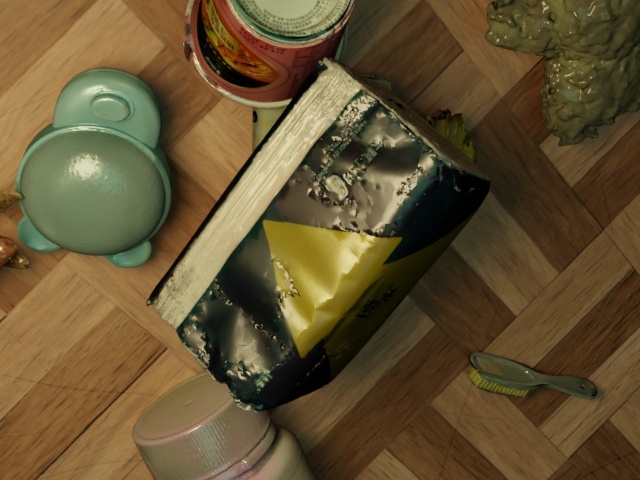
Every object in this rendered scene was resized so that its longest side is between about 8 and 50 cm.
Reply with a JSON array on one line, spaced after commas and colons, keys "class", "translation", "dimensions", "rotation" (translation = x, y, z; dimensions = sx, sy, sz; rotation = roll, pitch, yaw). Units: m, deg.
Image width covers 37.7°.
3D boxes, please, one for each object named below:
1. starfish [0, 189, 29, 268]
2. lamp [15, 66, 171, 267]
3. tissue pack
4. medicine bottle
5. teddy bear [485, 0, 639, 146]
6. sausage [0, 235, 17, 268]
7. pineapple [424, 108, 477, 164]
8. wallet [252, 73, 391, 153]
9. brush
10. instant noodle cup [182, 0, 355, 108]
[{"class": "starfish", "translation": [-0.519, 0.000, 1.287], "dimensions": [0.277, 0.062, 0.236], "rotation": [-20, 120, 2]}, {"class": "lamp", "translation": [-0.304, -0.097, 1.286], "dimensions": [0.209, 0.147, 0.284], "rotation": [12, 103, -16]}, {"class": "tissue pack", "translation": [0.000, 0.000, 1.263], "dimensions": [0.417, 0.253, 0.264], "rotation": [-50, 161, 13]}, {"class": "medicine bottle", "translation": [-0.137, 0.375, 1.459], "dimensions": [0.241, 0.241, 0.302], "rotation": [-28, 106, -8]}, {"class": "teddy bear", "translation": [0.405, -0.334, 1.450], "dimensions": [0.357, 0.224, 0.368], "rotation": [-8, 126, -18]}, {"class": "sausage", "translation": [-0.470, 0.051, 1.284], "dimensions": [0.042, 0.036, 0.158], "rotation": [35, 118, -21]}, {"class": "pineapple", "translation": [0.168, -0.105, 1.460], "dimensions": [0.224, 0.076, 0.225], "rotation": [-20, 116, -47]}, {"class": "wallet", "translation": [-0.002, -0.098, 1.433], "dimensions": [0.223, 0.077, 0.310], "rotation": [-5, 112, -14]}, {"class": "brush", "translation": [0.379, 0.264, 1.707], "dimensions": [0.296, 0.068, 0.060], "rotation": [15, 123, -25]}, {"class": "instant noodle cup", "translation": [-0.055, -0.305, 1.211], "dimensions": [0.243, 0.255, 0.244], "rotation": [0, 89, -9]}]
